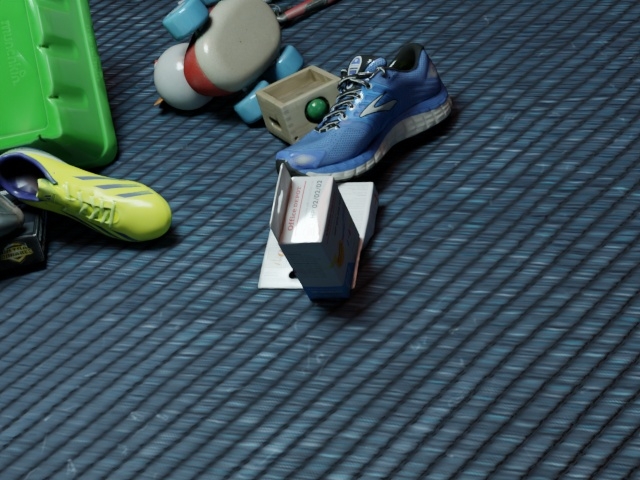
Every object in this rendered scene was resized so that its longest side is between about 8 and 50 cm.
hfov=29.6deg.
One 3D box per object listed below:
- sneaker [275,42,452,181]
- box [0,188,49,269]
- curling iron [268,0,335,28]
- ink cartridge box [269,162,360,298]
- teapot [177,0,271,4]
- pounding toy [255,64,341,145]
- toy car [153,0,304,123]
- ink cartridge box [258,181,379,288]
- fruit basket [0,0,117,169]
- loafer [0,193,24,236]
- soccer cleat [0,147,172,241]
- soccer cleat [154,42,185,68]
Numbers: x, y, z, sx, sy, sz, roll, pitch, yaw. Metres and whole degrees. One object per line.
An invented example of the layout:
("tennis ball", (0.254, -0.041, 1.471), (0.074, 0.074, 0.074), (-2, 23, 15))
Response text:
("sneaker", (0.051, -0.195, 1.802), (0.330, 0.147, 0.129), (-36, 28, -32))
("box", (-0.531, -0.009, 1.861), (0.220, 0.051, 0.175), (-13, 32, -1))
("curling iron", (0.011, -0.466, 2.265), (0.274, 0.035, 0.068), (-30, 40, -17))
("ink cartridge box", (-0.005, -0.012, 1.577), (0.061, 0.181, 0.104), (-1, 58, 18))
("teapot", (-0.118, -0.543, 2.296), (0.252, 0.187, 0.256), (-17, 7, -38))
("pounding toy", (-0.025, -0.194, 1.911), (0.130, 0.100, 0.141), (-27, 29, -15))
("toy car", (-0.197, -0.302, 2.049), (0.238, 0.219, 0.210), (-22, 27, 42))
("ink cartridge box", (0.000, 0.000, 1.708), (0.145, 0.045, 0.179), (0, 59, 18))
("fruit basket", (-0.499, -0.280, 2.033), (0.282, 0.392, 0.392), (-11, 38, 6))
("loafer", (-0.542, -0.067, 1.841), (0.084, 0.096, 0.267), (-11, 33, -38))
("soccer cleat", (-0.359, -0.063, 1.795), (0.289, 0.093, 0.121), (20, 10, 18))
("soccer cleat", (-0.263, -0.329, 2.202), (0.083, 0.029, 0.035), (-32, 49, -14))
